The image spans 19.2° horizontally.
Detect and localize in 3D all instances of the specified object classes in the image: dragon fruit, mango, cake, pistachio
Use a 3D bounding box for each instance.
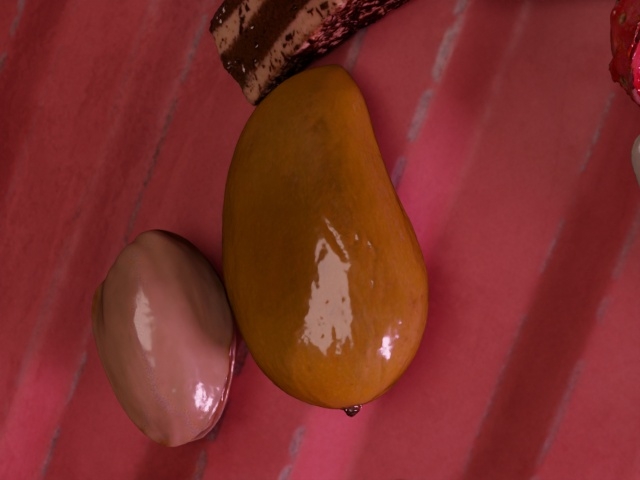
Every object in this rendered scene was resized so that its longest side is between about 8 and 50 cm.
[{"bbox_3d":[0.298,-0.198,1.670,0.111,0.153,0.153,42,106,40],"label":"dragon fruit"},{"bbox_3d":[-0.006,0.005,1.809,0.195,0.142,0.332,-25,69,19],"label":"mango"},{"bbox_3d":[-0.027,-0.239,1.827,0.246,0.135,0.112,-32,75,22],"label":"cake"},{"bbox_3d":[-0.152,0.096,1.878,0.144,0.144,0.215,-15,87,25],"label":"pistachio"}]

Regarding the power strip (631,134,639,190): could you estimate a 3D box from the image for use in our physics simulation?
[{"bbox_3d":[0.401,-0.008,1.603,0.229,0.141,0.261,-22,75,25],"label":"power strip"}]
